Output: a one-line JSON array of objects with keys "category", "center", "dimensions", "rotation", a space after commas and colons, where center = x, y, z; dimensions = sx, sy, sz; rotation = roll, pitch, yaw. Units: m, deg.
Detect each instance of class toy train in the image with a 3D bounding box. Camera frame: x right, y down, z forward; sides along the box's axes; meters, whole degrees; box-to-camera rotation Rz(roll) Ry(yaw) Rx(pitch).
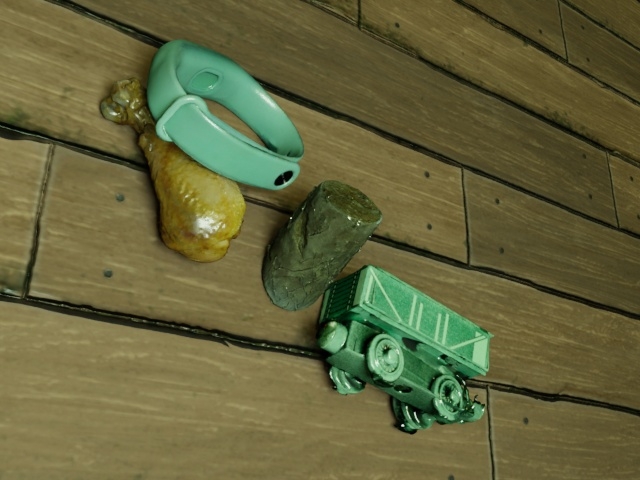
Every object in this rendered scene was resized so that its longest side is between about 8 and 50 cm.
[{"category": "toy train", "center": [0.107, 0.151, 0.881], "dimensions": [0.270, 0.115, 0.154], "rotation": [30, 48, -22]}]

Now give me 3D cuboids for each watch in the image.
[{"category": "watch", "center": [-0.118, -0.152, 0.818], "dimensions": [0.195, 0.068, 0.237], "rotation": [58, 23, 19]}]

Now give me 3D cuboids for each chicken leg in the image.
[{"category": "chicken leg", "center": [-0.176, -0.088, 0.792], "dimensions": [0.107, 0.087, 0.251], "rotation": [-28, 83, -51]}]

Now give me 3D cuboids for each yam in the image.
[{"category": "yam", "center": [0.000, 0.000, 0.834], "dimensions": [0.107, 0.183, 0.107], "rotation": [20, 46, -22]}]
